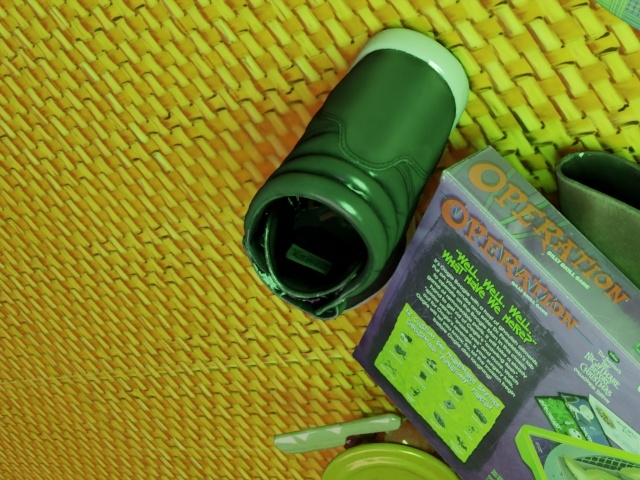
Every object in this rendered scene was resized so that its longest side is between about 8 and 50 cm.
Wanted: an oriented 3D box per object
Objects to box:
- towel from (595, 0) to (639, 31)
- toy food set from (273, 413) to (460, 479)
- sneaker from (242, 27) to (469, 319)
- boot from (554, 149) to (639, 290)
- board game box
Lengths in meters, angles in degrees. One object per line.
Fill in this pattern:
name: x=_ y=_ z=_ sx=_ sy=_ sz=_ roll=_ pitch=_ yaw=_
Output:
towel: x=0.180 y=-0.121 z=0.642 sx=0.083 sy=0.009 sz=0.060 roll=31 pitch=148 yaw=13
toy food set: x=0.071 y=0.206 z=1.116 sx=0.128 sy=0.071 sz=0.218 roll=-21 pitch=120 yaw=27
sneaker: x=0.000 y=0.000 z=0.844 sx=0.104 sy=0.147 sz=0.296 roll=32 pitch=149 yaw=6
boot: x=0.222 y=0.079 z=0.743 sx=0.248 sy=0.090 sz=0.207 roll=38 pitch=151 yaw=32
board game box: x=0.170 y=0.131 z=0.758 sx=0.347 sy=0.056 sz=0.208 roll=48 pitch=149 yaw=19
